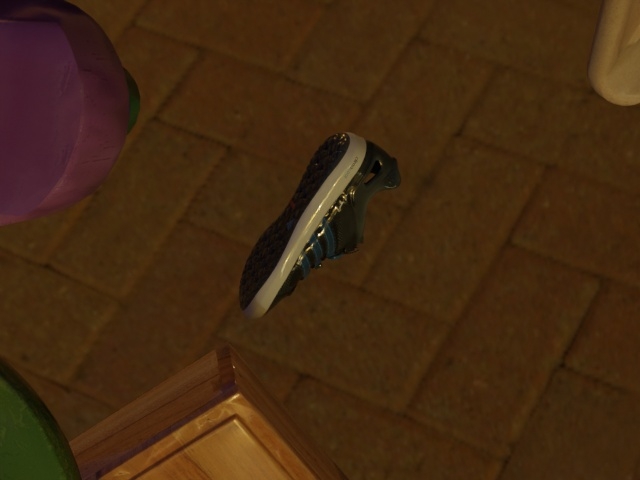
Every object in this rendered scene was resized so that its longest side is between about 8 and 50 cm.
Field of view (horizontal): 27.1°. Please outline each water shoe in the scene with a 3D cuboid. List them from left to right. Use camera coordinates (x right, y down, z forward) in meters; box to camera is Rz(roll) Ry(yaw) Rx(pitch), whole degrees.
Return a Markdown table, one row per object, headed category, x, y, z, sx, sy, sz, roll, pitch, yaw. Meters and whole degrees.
| category | x | y | z | sx | sy | sz | roll | pitch | yaw |
| --- | --- | --- | --- | --- | --- | --- | --- | --- | --- |
| water shoe | 0.000 | 0.000 | 1.207 | 0.203 | 0.080 | 0.073 | -56 | 25 | 21 |

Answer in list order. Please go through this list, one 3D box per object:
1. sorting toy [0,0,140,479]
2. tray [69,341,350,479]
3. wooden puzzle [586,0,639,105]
| category | x | y | z | sx | sy | sz | roll | pitch | yaw |
| --- | --- | --- | --- | --- | --- | --- | --- | --- | --- |
| sorting toy | -0.120 | 0.099 | 0.436 | 0.127 | 0.126 | 0.365 | 19 | 101 | 12 |
| tray | -0.042 | 0.288 | 1.120 | 0.203 | 0.411 | 0.076 | -33 | 32 | 8 |
| wooden puzzle | 0.294 | -0.248 | 0.764 | 0.322 | 0.348 | 0.080 | -43 | 68 | -9 |
